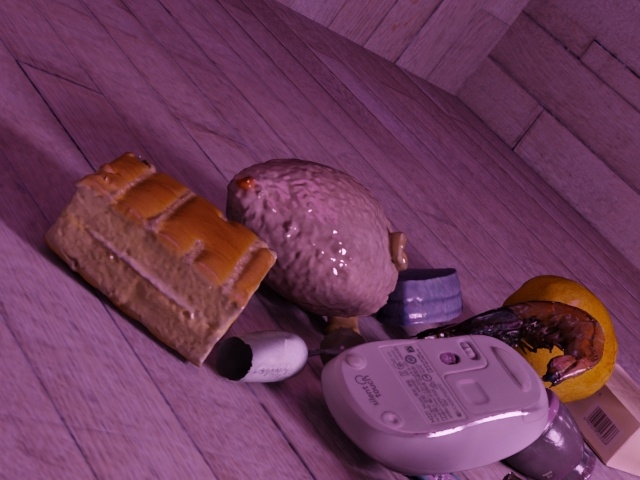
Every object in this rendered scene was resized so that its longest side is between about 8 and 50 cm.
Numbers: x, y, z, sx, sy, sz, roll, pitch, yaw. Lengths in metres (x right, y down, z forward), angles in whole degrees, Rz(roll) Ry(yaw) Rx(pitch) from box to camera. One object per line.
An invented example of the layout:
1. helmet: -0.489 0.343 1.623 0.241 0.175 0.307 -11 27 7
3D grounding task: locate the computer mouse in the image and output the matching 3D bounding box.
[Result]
1. computer mouse: 0.133 0.204 1.702 0.296 0.121 0.184 -10 48 -32

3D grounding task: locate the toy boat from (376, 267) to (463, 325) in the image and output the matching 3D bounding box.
1. toy boat: 0.146 0.087 2.096 0.127 0.078 0.283 1 3 12

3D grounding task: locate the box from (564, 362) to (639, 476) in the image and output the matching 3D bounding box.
1. box: 0.489 0.287 2.340 0.168 0.095 0.212 21 23 -42

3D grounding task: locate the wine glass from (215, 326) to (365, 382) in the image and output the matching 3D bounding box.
1. wine glass: -0.036 0.138 1.673 0.074 0.074 0.262 45 19 25

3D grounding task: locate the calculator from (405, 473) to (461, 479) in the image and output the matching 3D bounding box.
1. calculator: 0.151 0.298 1.712 0.141 0.019 0.094 36 13 -5

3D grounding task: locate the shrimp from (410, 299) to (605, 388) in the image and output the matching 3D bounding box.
1. shrimp: 0.276 0.159 2.037 0.290 0.054 0.222 -9 26 -8

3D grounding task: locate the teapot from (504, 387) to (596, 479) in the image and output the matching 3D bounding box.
1. teapot: 0.306 0.291 1.959 0.146 0.148 0.116 46 50 -12

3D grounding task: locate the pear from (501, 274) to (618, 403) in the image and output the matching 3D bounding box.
1. pear: 0.375 0.164 2.237 0.209 0.209 0.209 34 16 -11

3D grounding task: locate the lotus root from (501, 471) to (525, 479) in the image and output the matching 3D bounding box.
1. lotus root: 0.322 0.407 1.477 0.397 0.179 0.196 44 15 19

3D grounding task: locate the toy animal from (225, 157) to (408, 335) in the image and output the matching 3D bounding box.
1. toy animal: -0.003 -0.002 1.901 0.226 0.188 0.358 45 10 34

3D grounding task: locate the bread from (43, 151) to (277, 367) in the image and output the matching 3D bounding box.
1. bread: -0.180 0.007 1.642 0.239 0.111 0.246 38 15 0
